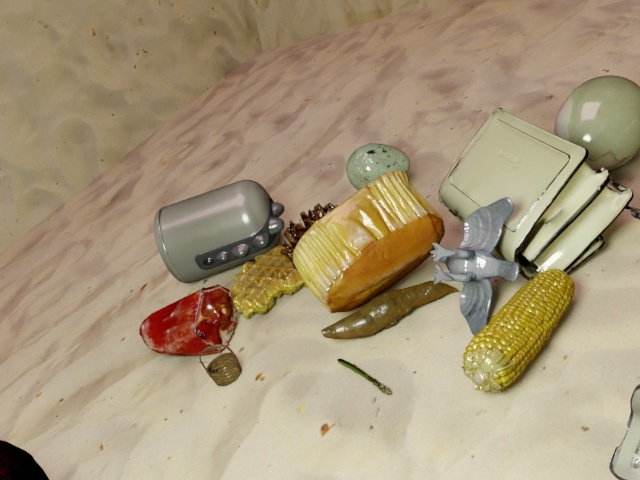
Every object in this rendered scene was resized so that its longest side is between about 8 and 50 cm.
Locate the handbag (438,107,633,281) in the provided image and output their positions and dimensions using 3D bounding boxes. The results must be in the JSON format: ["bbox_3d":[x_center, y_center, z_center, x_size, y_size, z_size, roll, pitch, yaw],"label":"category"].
[{"bbox_3d":[0.390,-0.087,1.406,0.236,0.160,0.358,-50,24,9],"label":"handbag"}]

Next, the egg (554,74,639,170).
[{"bbox_3d":[0.570,-0.232,1.494,0.183,0.183,0.217,4,33,46],"label":"egg"}]

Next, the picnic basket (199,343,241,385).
[{"bbox_3d":[-0.201,0.241,1.459,0.072,0.083,0.072,-22,28,12],"label":"picnic basket"}]

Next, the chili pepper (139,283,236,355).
[{"bbox_3d":[-0.311,0.200,1.630,0.253,0.144,0.136,-21,-3,30],"label":"chili pepper"}]

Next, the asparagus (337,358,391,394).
[{"bbox_3d":[0.076,0.238,1.292,0.013,0.016,0.166,7,7,-32],"label":"asparagus"}]

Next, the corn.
[{"bbox_3d":[0.320,0.139,1.164,0.091,0.091,0.260,25,51,37],"label":"corn"}]

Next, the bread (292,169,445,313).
[{"bbox_3d":[0.102,0.015,1.387,0.288,0.204,0.156,-33,65,-13],"label":"bread"}]

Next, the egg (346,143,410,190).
[{"bbox_3d":[0.147,-0.187,1.863,0.164,0.131,0.131,-18,27,2],"label":"egg"}]

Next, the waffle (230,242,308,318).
[{"bbox_3d":[-0.088,0.078,1.684,0.253,0.056,0.249,-17,28,18],"label":"waffle"}]

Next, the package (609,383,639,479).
[{"bbox_3d":[0.478,0.249,0.874,0.232,0.040,0.166,4,40,30],"label":"package"}]

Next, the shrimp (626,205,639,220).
[{"bbox_3d":[0.588,-0.035,1.227,0.233,0.090,0.079,26,90,46],"label":"shrimp"}]

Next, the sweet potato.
[{"bbox_3d":[0.132,0.130,1.386,0.274,0.067,0.067,-22,26,-1],"label":"sweet potato"}]

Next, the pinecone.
[{"bbox_3d":[0.000,0.000,1.557,0.174,0.173,0.173,-21,27,11],"label":"pinecone"}]

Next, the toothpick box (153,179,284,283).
[{"bbox_3d":[-0.237,-0.025,1.840,0.316,0.229,0.229,-18,28,11],"label":"toothpick box"}]

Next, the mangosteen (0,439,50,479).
[{"bbox_3d":[-0.579,0.464,1.157,0.330,0.330,0.330,-21,27,11],"label":"mangosteen"}]

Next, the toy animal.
[{"bbox_3d":[0.273,0.036,1.288,0.176,0.239,0.255,1,9,-38],"label":"toy animal"}]
